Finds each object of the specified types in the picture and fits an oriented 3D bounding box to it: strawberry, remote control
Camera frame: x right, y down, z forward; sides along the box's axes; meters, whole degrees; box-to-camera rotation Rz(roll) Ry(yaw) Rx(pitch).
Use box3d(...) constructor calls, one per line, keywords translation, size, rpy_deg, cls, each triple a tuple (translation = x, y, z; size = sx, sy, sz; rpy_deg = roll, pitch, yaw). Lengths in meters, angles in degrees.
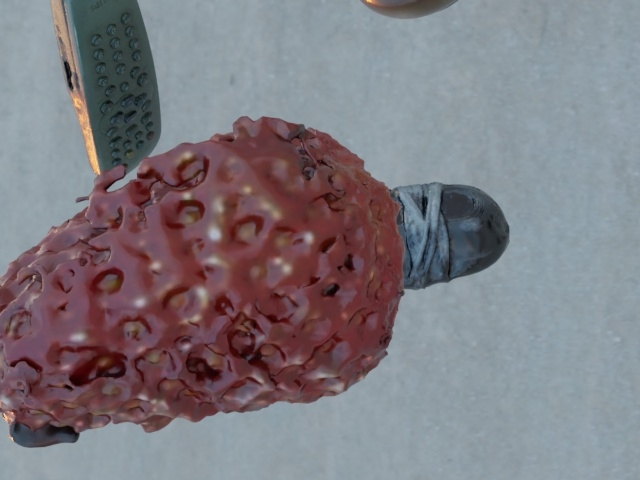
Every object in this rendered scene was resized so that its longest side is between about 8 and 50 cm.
box3d(translation=(-0.048, 0.019, 0.461), size=(0.121, 0.188, 0.082), rpy_deg=(60, 157, 15), cls="strawberry")
box3d(translation=(-0.164, -0.130, 0.891), size=(0.042, 0.072, 0.222), rpy_deg=(35, 152, 24), cls="remote control")
box3d(translation=(0.000, 0.000, 0.814), size=(0.066, 0.266, 0.090), rpy_deg=(72, -171, -58), cls="remote control")

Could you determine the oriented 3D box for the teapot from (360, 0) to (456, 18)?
box3d(translation=(0.138, -0.324, 1.318), size=(0.252, 0.135, 0.178), rpy_deg=(16, 79, 38), cls="teapot")
